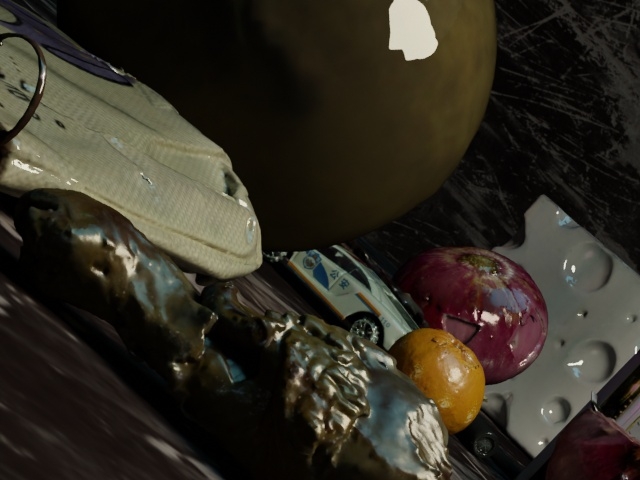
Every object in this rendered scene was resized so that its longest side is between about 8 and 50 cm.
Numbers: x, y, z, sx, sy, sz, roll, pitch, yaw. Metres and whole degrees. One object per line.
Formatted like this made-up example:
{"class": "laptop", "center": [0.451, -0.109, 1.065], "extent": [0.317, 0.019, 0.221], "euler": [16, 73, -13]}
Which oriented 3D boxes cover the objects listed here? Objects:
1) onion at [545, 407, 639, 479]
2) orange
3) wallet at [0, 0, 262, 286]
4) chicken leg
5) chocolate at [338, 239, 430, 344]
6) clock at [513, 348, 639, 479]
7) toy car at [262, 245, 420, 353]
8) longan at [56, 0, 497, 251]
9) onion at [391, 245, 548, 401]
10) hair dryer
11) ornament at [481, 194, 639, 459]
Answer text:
{"class": "onion", "center": [0.269, 0.242, 1.003], "extent": [0.283, 0.120, 0.227], "euler": [36, 4, -34]}
{"class": "orange", "center": [0.084, 0.104, 1.068], "extent": [0.083, 0.070, 0.083], "euler": [40, 8, -6]}
{"class": "wallet", "center": [-0.157, -0.088, 0.742], "extent": [0.335, 0.068, 0.275], "euler": [43, 5, 38]}
{"class": "chicken leg", "center": [-0.037, 0.045, 0.555], "extent": [0.198, 0.069, 0.085], "euler": [35, 28, -6]}
{"class": "chocolate", "center": [-0.005, 0.002, 1.458], "extent": [0.329, 0.065, 0.102], "euler": [46, -9, 36]}
{"class": "clock", "center": [0.300, 0.214, 1.189], "extent": [0.253, 0.186, 0.083], "euler": [42, 5, -8]}
{"class": "toy car", "center": [0.017, 0.039, 1.264], "extent": [0.205, 0.056, 0.095], "euler": [44, 5, 25]}
{"class": "longan", "center": [-0.028, -0.141, 0.999], "extent": [0.319, 0.319, 0.319], "euler": [42, 3, -3]}
{"class": "onion", "center": [0.152, 0.082, 1.537], "extent": [0.177, 0.153, 0.177], "euler": [35, 21, -16]}
{"class": "hair dryer", "center": [0.152, 0.187, 1.245], "extent": [0.083, 0.026, 0.047], "euler": [49, 3, -20]}
{"class": "ornament", "center": [0.302, 0.134, 1.757], "extent": [0.239, 0.240, 0.239], "euler": [44, 4, 28]}
